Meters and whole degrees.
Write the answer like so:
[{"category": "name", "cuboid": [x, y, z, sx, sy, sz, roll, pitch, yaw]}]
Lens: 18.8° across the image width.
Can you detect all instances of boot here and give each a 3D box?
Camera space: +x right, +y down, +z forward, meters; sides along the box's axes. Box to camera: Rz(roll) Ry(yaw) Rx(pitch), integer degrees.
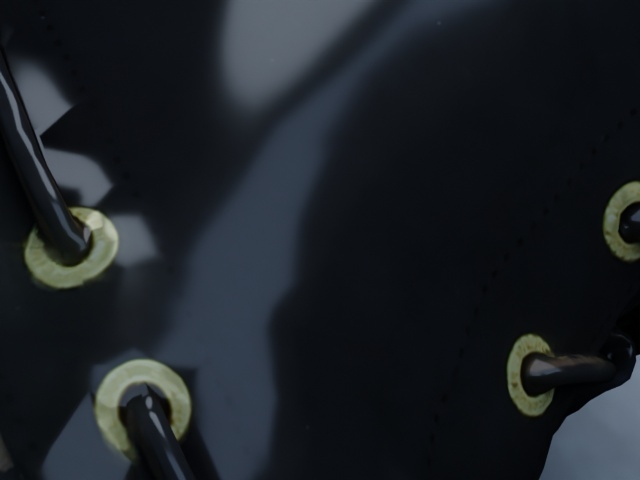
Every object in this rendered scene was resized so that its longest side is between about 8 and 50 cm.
[{"category": "boot", "cuboid": [0.032, 0.040, 0.385, 0.284, 0.138, 0.377, -33, 76, -23]}]
